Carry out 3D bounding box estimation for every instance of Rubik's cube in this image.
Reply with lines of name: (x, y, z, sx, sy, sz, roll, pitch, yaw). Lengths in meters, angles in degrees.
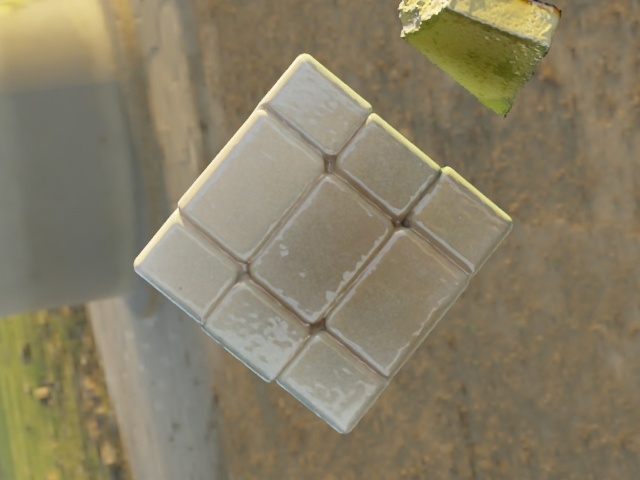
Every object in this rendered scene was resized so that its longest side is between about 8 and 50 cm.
Rubik's cube: (0.000, 0.000, 1.656, 0.316, 0.319, 0.322, 39, -179, -4)

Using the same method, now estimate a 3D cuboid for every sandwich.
sandwich: (0.154, -0.213, 1.450, 0.193, 0.162, 0.058, 108, -176, -72)
